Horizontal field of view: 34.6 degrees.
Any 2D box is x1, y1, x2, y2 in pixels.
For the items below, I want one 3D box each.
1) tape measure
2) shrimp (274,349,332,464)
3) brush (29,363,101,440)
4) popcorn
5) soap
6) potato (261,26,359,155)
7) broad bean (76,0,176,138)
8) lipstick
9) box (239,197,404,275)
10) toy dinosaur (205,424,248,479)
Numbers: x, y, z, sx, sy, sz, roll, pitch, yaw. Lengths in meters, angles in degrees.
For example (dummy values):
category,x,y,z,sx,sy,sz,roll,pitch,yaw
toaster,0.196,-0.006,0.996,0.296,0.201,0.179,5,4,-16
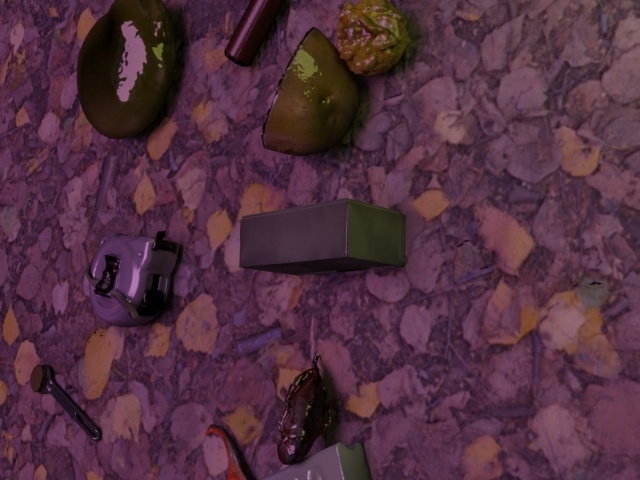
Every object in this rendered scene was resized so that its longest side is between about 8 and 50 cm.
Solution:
category,x,y,z,sx,sy,sz,roll,pitch,yaw
tape measure,-0.358,0.072,1.903,0.196,0.105,0.178,-2,82,43
shrimp,-0.024,0.252,1.555,0.073,0.075,0.190,-25,45,45
brush,-0.514,0.326,2.059,0.266,0.027,0.062,30,104,43
popcorn,0.079,-0.310,1.547,0.106,0.116,0.120,2,60,56
soap,-0.012,0.389,1.535,0.198,0.067,0.119,-33,59,35
potato,0.000,-0.214,1.599,0.117,0.182,0.202,25,92,11
broad bean,-0.376,-0.341,1.992,0.238,0.119,0.291,24,101,35
lipstick,-0.062,-0.460,1.753,0.057,0.057,0.356,48,115,38
box,0.000,0.000,1.553,0.225,0.129,0.086,-8,77,43
toy dinosaur,-0.139,0.411,1.666,0.101,0.055,0.279,-56,48,9
